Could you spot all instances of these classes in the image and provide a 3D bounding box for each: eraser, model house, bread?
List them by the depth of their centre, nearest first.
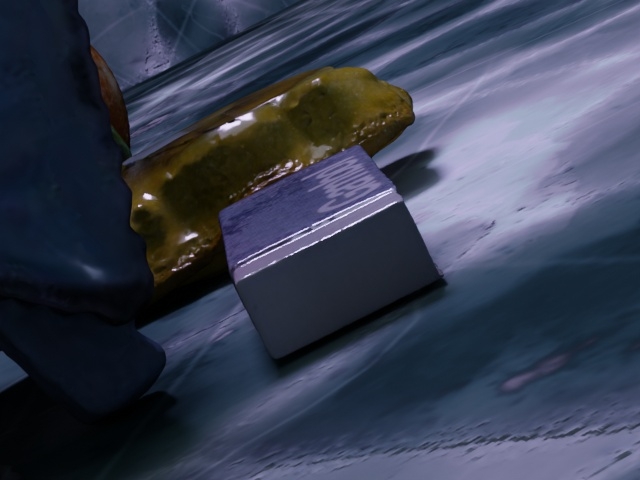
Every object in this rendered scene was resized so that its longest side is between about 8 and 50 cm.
[{"bbox_3d":[0.000,0.000,0.873,0.092,0.046,0.212,-27,10,-1],"label":"eraser"},{"bbox_3d":[-0.235,-0.025,0.903,0.297,0.339,0.360,-47,5,-16],"label":"model house"},{"bbox_3d":[-0.049,-0.038,1.082,0.233,0.088,0.161,-28,15,4],"label":"bread"}]

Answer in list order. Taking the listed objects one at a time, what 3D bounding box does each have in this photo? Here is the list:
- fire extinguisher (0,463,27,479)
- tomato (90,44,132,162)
[{"bbox_3d":[-0.259,0.110,0.784,0.200,0.113,0.376,-30,11,-21],"label":"fire extinguisher"},{"bbox_3d":[-0.305,-0.085,1.387,0.239,0.303,0.303,-35,6,27],"label":"tomato"}]
